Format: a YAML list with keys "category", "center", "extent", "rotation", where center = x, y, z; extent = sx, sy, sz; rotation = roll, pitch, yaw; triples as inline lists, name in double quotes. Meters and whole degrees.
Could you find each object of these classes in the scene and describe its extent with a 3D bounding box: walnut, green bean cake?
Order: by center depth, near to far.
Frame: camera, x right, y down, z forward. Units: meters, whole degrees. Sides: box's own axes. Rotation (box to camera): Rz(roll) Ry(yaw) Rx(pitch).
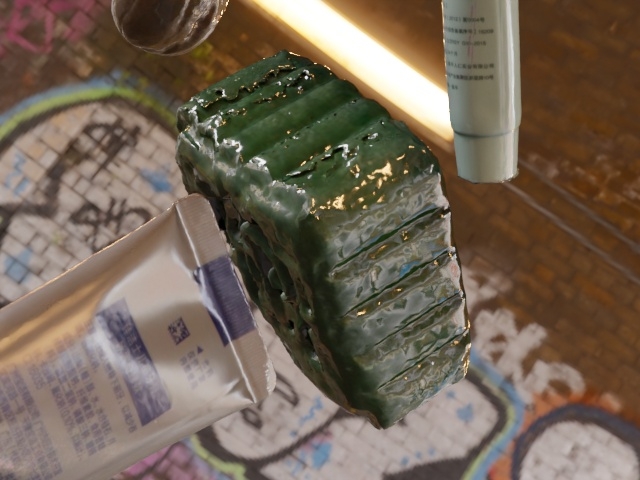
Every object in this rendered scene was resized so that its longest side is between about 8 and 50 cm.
- category: "green bean cake"
  center: [0.000, 0.000, 1.046]
  extent: [0.300, 0.169, 0.308]
  rotation: [40, -26, 49]
- category: "walnut"
  center: [-0.178, -0.299, 1.252]
  extent: [0.140, 0.162, 0.140]
  rotation: [40, 27, -25]

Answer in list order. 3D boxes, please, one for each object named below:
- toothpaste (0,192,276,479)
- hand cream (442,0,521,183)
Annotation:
- category: "toothpaste"
  center: [-0.134, 0.081, 0.381]
  extent: [0.061, 0.266, 0.096]
  rotation: [12, -53, 54]
- category: "hand cream"
  center: [0.116, -0.203, 0.784]
  extent: [0.085, 0.058, 0.331]
  rotation: [-142, -141, -59]
